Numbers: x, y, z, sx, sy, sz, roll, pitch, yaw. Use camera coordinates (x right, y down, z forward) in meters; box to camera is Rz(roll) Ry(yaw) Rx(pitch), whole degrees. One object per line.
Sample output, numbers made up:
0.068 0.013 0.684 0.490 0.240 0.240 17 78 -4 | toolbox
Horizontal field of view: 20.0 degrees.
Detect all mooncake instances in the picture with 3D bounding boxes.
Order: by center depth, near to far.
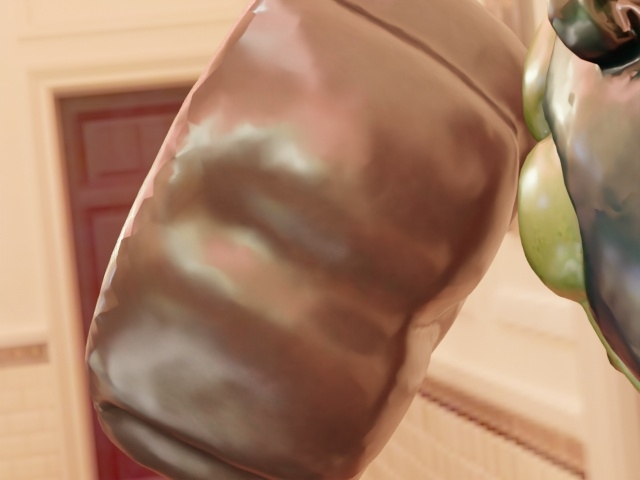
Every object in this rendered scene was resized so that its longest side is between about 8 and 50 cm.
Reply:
0.000 0.000 0.762 0.133 0.245 0.245 30 4 4 | mooncake

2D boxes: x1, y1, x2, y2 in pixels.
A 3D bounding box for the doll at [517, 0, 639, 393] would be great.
0.189 -0.018 0.509 0.322 0.198 0.186 13 -25 -31 | doll
